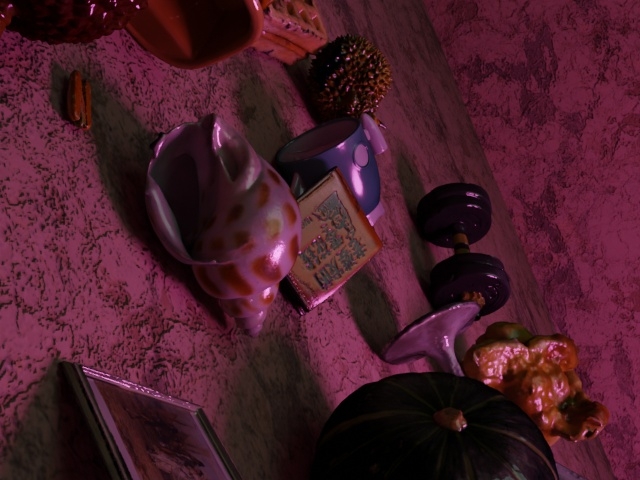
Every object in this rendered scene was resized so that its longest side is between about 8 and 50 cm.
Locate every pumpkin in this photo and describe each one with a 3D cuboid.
[{"bbox_3d":[0.149,0.317,1.038,0.323,0.323,0.241,-79,172,-53],"label":"pumpkin"}]

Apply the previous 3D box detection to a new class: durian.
[{"bbox_3d":[0.049,-0.312,1.584,0.137,0.193,0.237,36,17,-39],"label":"durian"}]

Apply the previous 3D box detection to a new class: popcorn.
[{"bbox_3d":[0.404,0.332,1.682,0.321,0.290,0.326,23,67,-5],"label":"popcorn"}]

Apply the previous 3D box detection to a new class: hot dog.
[{"bbox_3d":[-0.285,-0.163,0.937,0.037,0.021,0.083,53,24,-52],"label":"hot dog"}]

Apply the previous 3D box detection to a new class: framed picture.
[{"bbox_3d":[-0.126,0.232,0.763,0.274,0.017,0.217,49,8,37],"label":"framed picture"}]

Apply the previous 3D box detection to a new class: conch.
[{"bbox_3d":[-0.114,-0.013,1.001,0.149,0.182,0.275,126,-50,-81],"label":"conch"}]

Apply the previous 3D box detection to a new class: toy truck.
[{"bbox_3d":[-0.168,-0.378,1.106,0.204,0.288,0.212,52,52,-36],"label":"toy truck"}]

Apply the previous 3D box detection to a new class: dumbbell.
[{"bbox_3d":[0.334,0.022,1.880,0.185,0.185,0.388,43,32,-42],"label":"dumbbell"}]

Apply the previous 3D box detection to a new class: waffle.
[{"bbox_3d":[-0.136,-0.532,1.494,0.261,0.114,0.376,-5,73,-63],"label":"waffle"}]

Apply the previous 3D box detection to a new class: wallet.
[{"bbox_3d":[0.002,0.001,1.246,0.195,0.042,0.161,-40,109,-28],"label":"wallet"}]

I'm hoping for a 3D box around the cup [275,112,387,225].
[{"bbox_3d":[0.028,-0.102,1.383,0.300,0.167,0.173,-46,120,-36],"label":"cup"}]

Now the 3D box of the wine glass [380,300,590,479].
[{"bbox_3d":[0.285,0.321,1.359,0.267,0.267,0.406,22,37,-59],"label":"wine glass"}]

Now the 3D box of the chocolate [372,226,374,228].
[{"bbox_3d":[0.060,-0.092,1.598,0.183,0.028,0.086,66,26,-6],"label":"chocolate"}]

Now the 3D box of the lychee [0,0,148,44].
[{"bbox_3d":[-0.279,-0.336,0.796,0.275,0.275,0.304,35,67,-50],"label":"lychee"}]
